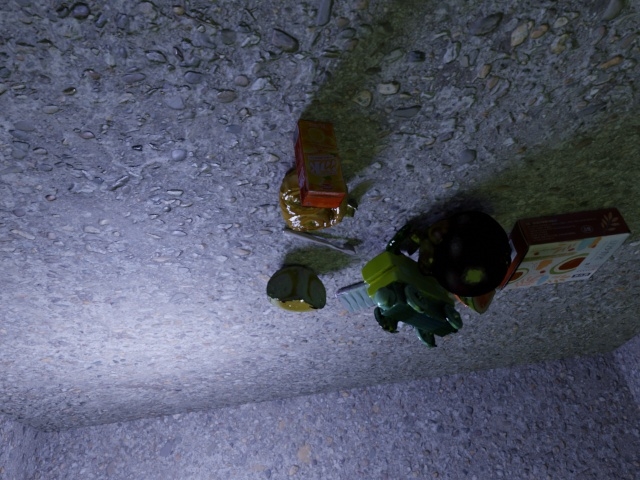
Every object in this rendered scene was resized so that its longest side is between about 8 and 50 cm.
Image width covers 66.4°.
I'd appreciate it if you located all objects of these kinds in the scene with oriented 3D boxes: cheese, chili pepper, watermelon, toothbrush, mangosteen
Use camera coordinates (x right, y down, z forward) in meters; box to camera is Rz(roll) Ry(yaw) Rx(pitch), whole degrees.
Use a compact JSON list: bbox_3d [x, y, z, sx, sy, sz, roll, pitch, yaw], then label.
[{"bbox_3d":[0.090,-0.104,1.529,0.060,0.041,0.084,8,160,-13],"label":"cheese"},{"bbox_3d":[0.286,0.041,1.789,0.122,0.065,0.279,-13,146,5],"label":"chili pepper"},{"bbox_3d":[0.670,0.227,2.180,0.128,0.159,0.303,16,167,41],"label":"watermelon"},{"bbox_3d":[0.000,0.000,1.691,0.307,0.029,0.025,17,139,-32],"label":"toothbrush"},{"bbox_3d":[0.478,0.054,1.644,0.314,0.296,0.297,-27,144,22],"label":"mangosteen"}]

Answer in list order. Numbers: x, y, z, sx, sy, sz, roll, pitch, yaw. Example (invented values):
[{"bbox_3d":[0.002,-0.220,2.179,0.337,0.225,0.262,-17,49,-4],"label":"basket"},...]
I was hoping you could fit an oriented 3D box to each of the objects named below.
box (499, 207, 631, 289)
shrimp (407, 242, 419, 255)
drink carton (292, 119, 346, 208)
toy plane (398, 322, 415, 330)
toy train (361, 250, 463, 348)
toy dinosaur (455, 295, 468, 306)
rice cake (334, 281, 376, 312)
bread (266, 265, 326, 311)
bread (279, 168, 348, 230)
[{"bbox_3d":[0.912,0.042,1.898,0.385,0.122,0.344,-7,148,-3],"label":"box"},{"bbox_3d":[0.395,0.065,1.875,0.169,0.058,0.296,10,142,-13],"label":"shrimp"},{"bbox_3d":[-0.006,-0.187,1.199,0.096,0.222,0.071,2,147,-17],"label":"drink carton"},{"bbox_3d":[0.457,0.345,2.279,0.245,0.117,0.244,-20,147,-14],"label":"toy plane"},{"bbox_3d":[0.328,0.202,1.732,0.442,0.272,0.179,26,126,-39],"label":"toy train"},{"bbox_3d":[0.563,0.188,2.038,0.055,0.101,0.279,-39,111,-13],"label":"toy dinosaur"},{"bbox_3d":[0.167,0.240,2.100,0.189,0.037,0.198,-20,146,17],"label":"rice cake"},{"bbox_3d":[-0.109,0.187,1.854,0.156,0.158,0.261,-16,150,31],"label":"bread"},{"bbox_3d":[-0.018,-0.121,1.400,0.198,0.120,0.236,-7,149,-2],"label":"bread"}]
